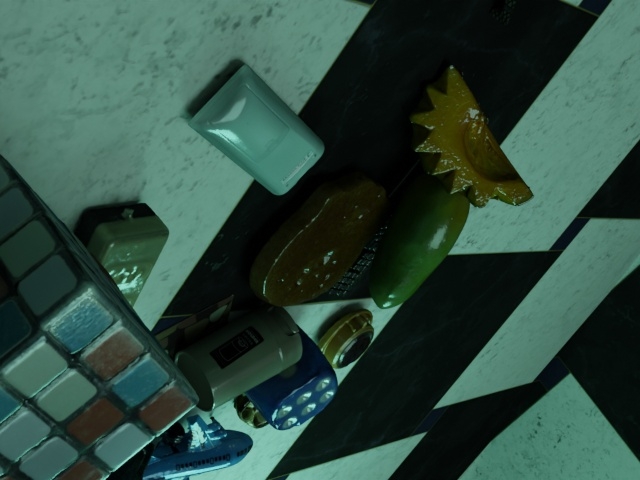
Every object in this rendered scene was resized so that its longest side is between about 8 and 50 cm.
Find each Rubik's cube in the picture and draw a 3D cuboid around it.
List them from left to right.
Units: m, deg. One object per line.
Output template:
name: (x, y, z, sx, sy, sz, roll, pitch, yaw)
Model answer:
Rubik's cube: (-0.326, 0.115, 1.238, 0.253, 0.259, 0.256, -40, 142, -7)

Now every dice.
dice: (-0.064, 0.227, 2.020, 0.143, 0.146, 0.146, -37, 151, -10)

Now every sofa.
sofa: (0.296, -0.374, 1.733, 0.060, 0.039, 0.118, -28, 151, -34)

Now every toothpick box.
toothpick box: (-0.128, 0.183, 1.875, 0.180, 0.111, 0.111, -27, 151, -31)

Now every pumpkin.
pumpkin: (0.213, -0.152, 1.867, 0.130, 0.254, 0.149, -35, -161, 5)

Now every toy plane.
toy plane: (-0.228, 0.369, 2.035, 0.271, 0.105, 0.254, -17, 145, -48)

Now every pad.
pad: (-0.237, 0.180, 1.840, 0.235, 0.003, 0.158, -28, 151, -32)

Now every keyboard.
keyboard: (0.109, -0.028, 2.017, 0.317, 0.027, 0.106, -52, 154, 16)

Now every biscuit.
biscuit: (-0.001, -0.001, 1.857, 0.257, 0.049, 0.273, -51, 159, 10)

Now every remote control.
remote control: (-0.073, -0.133, 1.535, 0.103, 0.051, 0.293, -46, 157, 3)

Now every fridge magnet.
fridge magnet: (0.048, 0.188, 2.224, 0.143, 0.063, 0.143, -37, 153, -22)

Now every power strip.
power strip: (-0.283, 0.061, 1.498, 0.105, 0.070, 0.257, -13, 141, -50)

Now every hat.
hat: (-0.119, 0.294, 2.143, 0.076, 0.059, 0.077, 39, 86, -32)

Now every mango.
mango: (0.161, 0.000, 1.941, 0.156, 0.114, 0.251, -87, -162, -65)

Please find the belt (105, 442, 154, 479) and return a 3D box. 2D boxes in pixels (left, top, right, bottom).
belt: (-0.355, 0.391, 1.796, 0.267, 0.116, 0.206, -53, -172, 34)
